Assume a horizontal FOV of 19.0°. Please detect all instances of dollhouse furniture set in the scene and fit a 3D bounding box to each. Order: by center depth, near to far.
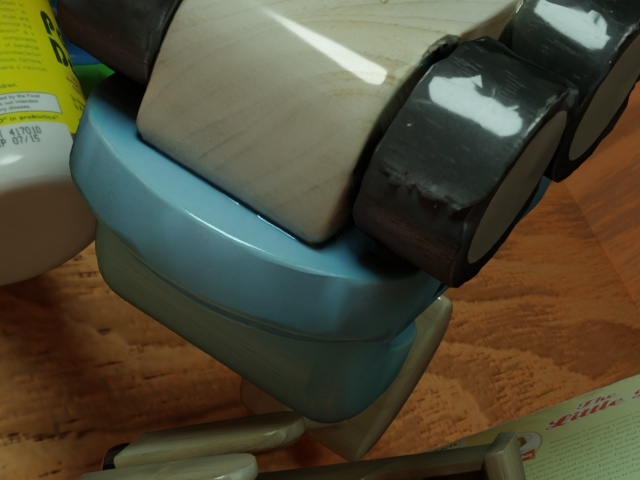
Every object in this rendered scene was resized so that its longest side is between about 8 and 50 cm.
[{"bbox_3d":[0.007,0.185,0.931,0.242,0.161,0.212,-33,112,-71],"label":"dollhouse furniture set"}]

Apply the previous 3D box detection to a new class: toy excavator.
[{"bbox_3d":[0.000,0.000,1.064,0.222,0.445,0.433,33,32,13],"label":"toy excavator"}]

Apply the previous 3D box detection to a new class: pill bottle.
[{"bbox_3d":[-0.194,-0.090,1.032,0.117,0.117,0.215,26,37,-58],"label":"pill bottle"}]

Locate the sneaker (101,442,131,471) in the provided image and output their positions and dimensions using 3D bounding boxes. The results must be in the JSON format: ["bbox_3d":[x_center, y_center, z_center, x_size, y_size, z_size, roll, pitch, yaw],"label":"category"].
[{"bbox_3d":[-0.087,0.157,1.028,0.047,0.057,0.119,-68,149,-67],"label":"sneaker"}]

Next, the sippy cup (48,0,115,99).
[{"bbox_3d":[-0.141,-0.243,1.159,0.224,0.305,0.240,60,21,-47],"label":"sippy cup"}]

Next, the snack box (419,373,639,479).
[{"bbox_3d":[0.141,0.163,1.153,0.060,0.322,0.187,63,17,-15],"label":"snack box"}]
